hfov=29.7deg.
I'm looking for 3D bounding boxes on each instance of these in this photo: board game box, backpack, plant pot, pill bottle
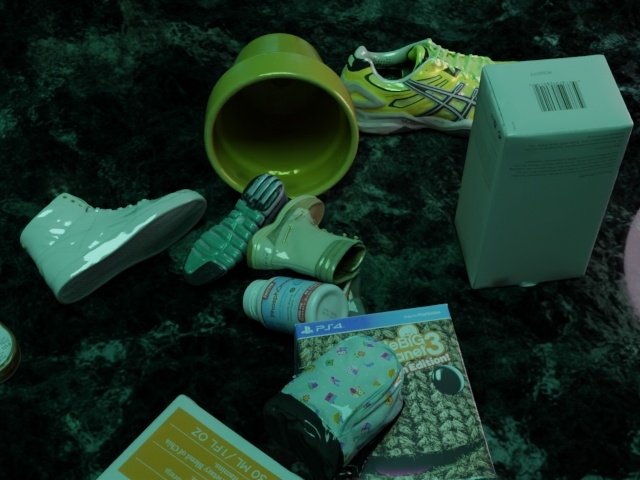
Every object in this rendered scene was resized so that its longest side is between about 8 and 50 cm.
[{"bbox_3d":[0.098,0.259,1.714,0.232,0.141,0.291,-8,52,-7],"label":"board game box"},{"bbox_3d":[0.033,0.213,1.585,0.182,0.115,0.152,-35,57,-28],"label":"backpack"},{"bbox_3d":[-0.068,-0.231,2.057,0.254,0.254,0.239,-1,37,-2],"label":"plant pot"},{"bbox_3d":[-0.041,0.101,1.845,0.160,0.087,0.087,7,45,43],"label":"pill bottle"}]

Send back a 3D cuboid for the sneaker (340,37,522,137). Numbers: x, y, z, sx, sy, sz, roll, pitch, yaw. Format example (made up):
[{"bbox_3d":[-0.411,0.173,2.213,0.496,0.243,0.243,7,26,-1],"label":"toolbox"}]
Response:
[{"bbox_3d":[0.223,-0.277,2.145,0.384,0.147,0.145,-6,50,-7],"label":"sneaker"}]

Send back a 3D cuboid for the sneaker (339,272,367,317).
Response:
[{"bbox_3d":[0.049,0.120,1.891,0.065,0.061,0.158,23,55,-10],"label":"sneaker"}]

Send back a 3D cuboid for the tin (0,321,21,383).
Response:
[{"bbox_3d":[-0.544,0.151,1.864,0.189,0.040,0.106,36,55,25],"label":"tin"}]

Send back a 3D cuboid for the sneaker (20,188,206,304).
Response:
[{"bbox_3d":[-0.345,-0.037,1.971,0.292,0.108,0.169,-31,61,-22],"label":"sneaker"}]

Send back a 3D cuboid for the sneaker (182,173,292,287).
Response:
[{"bbox_3d":[-0.126,0.000,1.971,0.224,0.098,0.083,-48,61,-4],"label":"sneaker"}]

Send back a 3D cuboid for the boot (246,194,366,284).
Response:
[{"bbox_3d":[0.000,0.000,1.925,0.165,0.077,0.213,12,30,24],"label":"boot"}]

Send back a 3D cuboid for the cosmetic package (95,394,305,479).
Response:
[{"bbox_3d":[-0.240,0.444,1.549,0.230,0.161,0.453,31,58,22],"label":"cosmetic package"}]

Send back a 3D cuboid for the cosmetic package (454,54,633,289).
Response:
[{"bbox_3d":[0.331,-0.095,1.858,0.197,0.365,0.155,-5,53,-8],"label":"cosmetic package"}]
